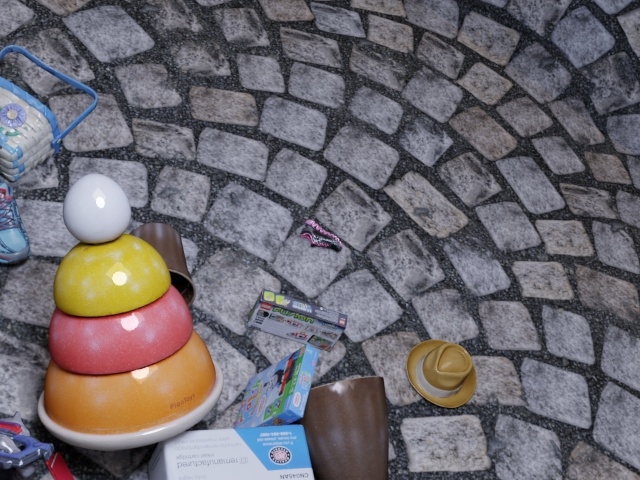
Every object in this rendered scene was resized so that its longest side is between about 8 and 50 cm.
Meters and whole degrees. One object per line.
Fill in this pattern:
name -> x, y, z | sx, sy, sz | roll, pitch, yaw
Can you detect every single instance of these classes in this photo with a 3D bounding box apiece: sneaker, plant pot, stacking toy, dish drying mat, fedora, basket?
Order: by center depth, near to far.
stacking toy -> -0.371, 0.105, 1.557 | 0.351, 0.479, 0.350 | -3, 20, 1
dish drying mat -> -0.488, 0.440, 1.597 | 0.032, 0.008, 0.083 | -21, 64, -37
plant pot -> 0.054, 0.421, 1.752 | 0.215, 0.215, 0.230 | -4, 70, -27
sneaker -> -0.706, -0.066, 1.827 | 0.104, 0.125, 0.261 | -20, 64, -35
plant pot -> -0.363, 0.059, 1.871 | 0.167, 0.167, 0.165 | 7, 44, -20
basket -> -0.697, -0.302, 1.971 | 0.255, 0.201, 0.289 | 29, 57, 0
fedora -> 0.302, 0.304, 2.026 | 0.194, 0.079, 0.194 | 12, 50, -15
sneaker -> 0.000, 0.000, 2.164 | 0.119, 0.047, 0.057 | 33, 63, 7

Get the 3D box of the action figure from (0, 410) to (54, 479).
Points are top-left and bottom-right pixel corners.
action figure -> -0.644, 0.426, 1.476 | 0.342, 0.178, 0.330 | 11, 36, 20

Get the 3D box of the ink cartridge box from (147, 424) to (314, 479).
ink cartridge box -> -0.145, 0.557, 1.552 | 0.286, 0.166, 0.394 | 2, 53, -23

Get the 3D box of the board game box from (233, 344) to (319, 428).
board game box -> -0.095, 0.321, 1.738 | 0.039, 0.211, 0.160 | 35, 44, -20

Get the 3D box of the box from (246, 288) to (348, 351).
box -> -0.053, 0.184, 1.935 | 0.207, 0.114, 0.036 | 19, 48, -11
